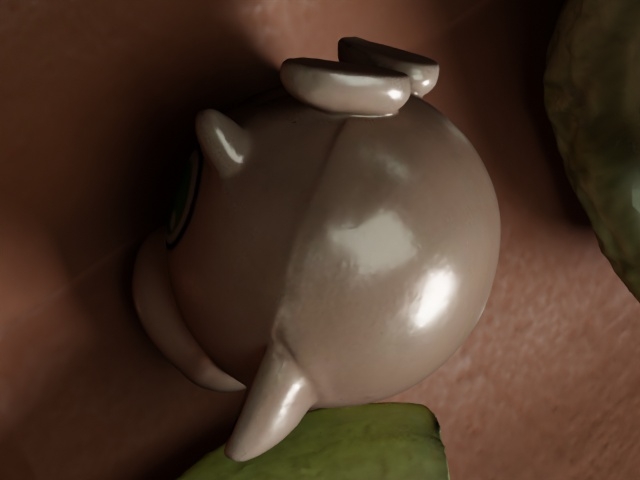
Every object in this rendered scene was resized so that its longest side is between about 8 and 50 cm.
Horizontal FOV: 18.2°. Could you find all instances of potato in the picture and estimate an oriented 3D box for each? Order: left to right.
[{"bbox_3d":[-0.013,0.136,0.751,0.120,0.081,0.149,-4,123,-6],"label":"potato"}]

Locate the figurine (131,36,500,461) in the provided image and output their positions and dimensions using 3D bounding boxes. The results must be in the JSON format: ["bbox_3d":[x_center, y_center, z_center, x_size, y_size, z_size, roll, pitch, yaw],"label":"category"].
[{"bbox_3d":[0.000,0.000,0.690,0.125,0.125,0.138,2,111,-38],"label":"figurine"}]

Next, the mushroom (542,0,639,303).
[{"bbox_3d":[0.190,-0.067,0.787,0.189,0.164,0.267,-43,119,-26],"label":"mushroom"}]
